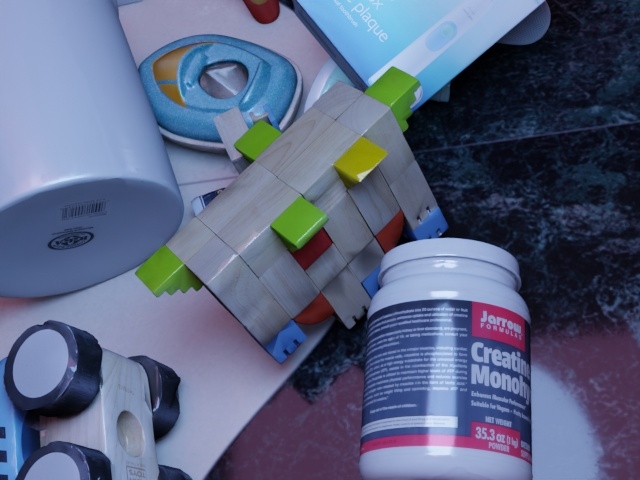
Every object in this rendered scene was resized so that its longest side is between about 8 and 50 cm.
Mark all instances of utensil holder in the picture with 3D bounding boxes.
[{"bbox_3d":[-0.390,-0.157,1.219,0.328,0.327,0.385,-24,69,1],"label":"utensil holder"}]

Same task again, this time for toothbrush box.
[{"bbox_3d":[0.142,-0.324,1.165,0.296,0.126,0.216,-39,95,2],"label":"toothbrush box"}]

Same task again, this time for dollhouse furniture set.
[{"bbox_3d":[-0.038,-0.095,1.189,0.129,0.183,0.128,-26,62,0],"label":"dollhouse furniture set"}]

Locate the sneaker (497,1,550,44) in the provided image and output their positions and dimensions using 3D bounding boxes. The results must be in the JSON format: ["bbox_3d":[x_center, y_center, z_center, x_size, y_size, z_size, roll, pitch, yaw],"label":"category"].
[{"bbox_3d":[0.198,-0.392,1.318,0.293,0.108,0.169,20,32,-7],"label":"sneaker"}]

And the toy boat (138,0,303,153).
[{"bbox_3d":[-0.142,-0.284,1.324,0.268,0.148,0.318,12,69,18],"label":"toy boat"}]

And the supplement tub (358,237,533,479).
[{"bbox_3d":[0.145,0.154,1.024,0.191,0.191,0.272,-1,65,13],"label":"supplement tub"}]

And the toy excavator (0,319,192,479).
[{"bbox_3d":[-0.387,0.363,1.067,0.445,0.222,0.432,-22,62,18],"label":"toy excavator"}]

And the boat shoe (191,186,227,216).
[{"bbox_3d":[-0.114,-0.003,1.230,0.083,0.065,0.183,-27,61,1],"label":"boat shoe"}]

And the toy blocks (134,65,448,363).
[{"bbox_3d":[0.000,0.000,1.103,0.381,0.261,0.191,-44,48,-9],"label":"toy blocks"}]

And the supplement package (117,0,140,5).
[{"bbox_3d":[-0.365,-0.495,1.501,0.105,0.105,0.179,-9,63,9],"label":"supplement package"}]

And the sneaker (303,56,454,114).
[{"bbox_3d":[0.099,-0.224,1.267,0.151,0.094,0.256,37,76,25],"label":"sneaker"}]
